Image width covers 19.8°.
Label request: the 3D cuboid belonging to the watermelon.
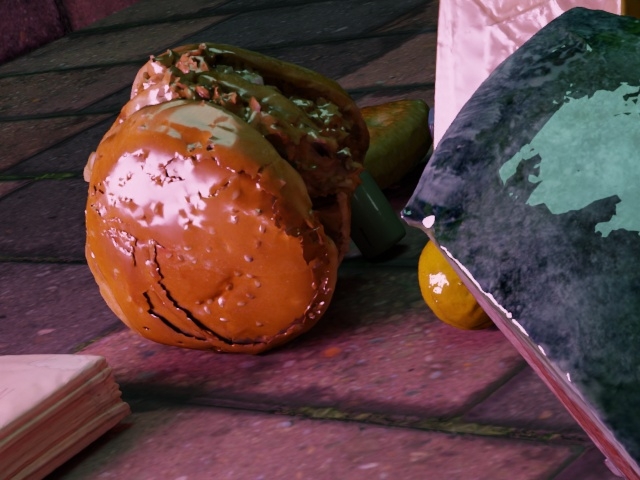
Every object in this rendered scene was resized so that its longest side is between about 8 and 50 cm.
[{"bbox_3d":[0.227,0.060,0.981,0.228,0.387,0.258,-45,-21,-9],"label":"watermelon"}]

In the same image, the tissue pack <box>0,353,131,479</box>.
[{"bbox_3d":[-0.309,0.181,1.358,0.170,0.071,0.325,-6,21,40],"label":"tissue pack"}]

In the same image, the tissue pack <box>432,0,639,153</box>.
[{"bbox_3d":[0.224,-0.121,1.411,0.167,0.200,0.275,8,14,33],"label":"tissue pack"}]

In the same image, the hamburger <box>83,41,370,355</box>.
[{"bbox_3d":[-0.073,-0.042,1.508,0.260,0.245,0.211,-17,26,28],"label":"hamburger"}]

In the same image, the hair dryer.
[{"bbox_3d":[0.000,0.000,1.655,0.150,0.071,0.047,-29,6,26],"label":"hair dryer"}]

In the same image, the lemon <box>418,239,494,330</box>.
[{"bbox_3d":[0.115,0.024,1.398,0.082,0.082,0.110,-14,17,13],"label":"lemon"}]

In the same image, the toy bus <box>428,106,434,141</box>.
[{"bbox_3d":[0.190,-0.113,1.767,0.167,0.076,0.073,-15,17,10],"label":"toy bus"}]

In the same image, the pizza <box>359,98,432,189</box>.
[{"bbox_3d":[-0.018,-0.064,1.812,0.229,0.081,0.289,3,25,37],"label":"pizza"}]
